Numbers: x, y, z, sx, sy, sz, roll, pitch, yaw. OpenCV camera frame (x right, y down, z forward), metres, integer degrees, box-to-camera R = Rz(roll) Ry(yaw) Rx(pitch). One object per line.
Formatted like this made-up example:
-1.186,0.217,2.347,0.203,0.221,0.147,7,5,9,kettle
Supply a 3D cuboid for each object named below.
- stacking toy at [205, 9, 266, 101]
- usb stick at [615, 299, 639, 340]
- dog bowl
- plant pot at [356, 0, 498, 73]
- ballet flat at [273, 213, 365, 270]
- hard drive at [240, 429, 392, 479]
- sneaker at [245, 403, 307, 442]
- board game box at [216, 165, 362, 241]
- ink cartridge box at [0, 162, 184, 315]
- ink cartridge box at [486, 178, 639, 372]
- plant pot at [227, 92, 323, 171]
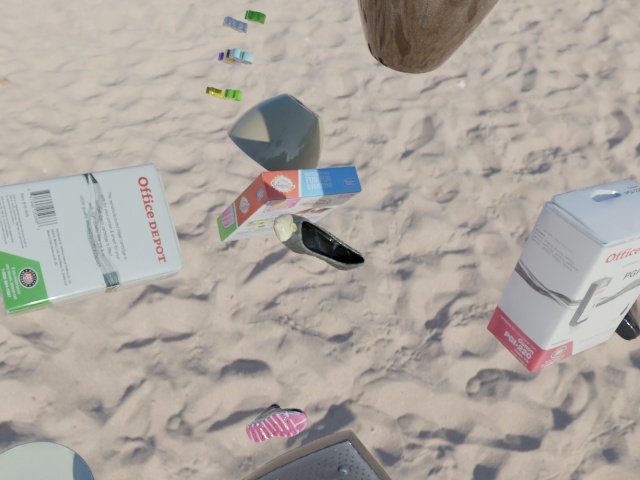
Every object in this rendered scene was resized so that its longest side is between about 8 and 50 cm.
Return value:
-0.168,-0.367,1.072,0.052,0.167,0.221,11,11,-28,stacking toy
0.598,0.093,1.060,0.077,0.045,0.278,48,38,-7,usb stick
-0.638,0.585,1.171,0.265,0.104,0.265,10,63,-20,dog bowl
0.118,-0.303,0.567,0.215,0.230,0.215,3,59,-5,plant pot
0.000,0.000,0.786,0.049,0.173,0.057,-10,64,43,ballet flat
-0.016,0.372,0.748,0.255,0.172,0.054,-34,12,19,hard drive
-0.090,0.394,1.176,0.063,0.170,0.075,56,34,-8,sneaker
-0.085,-0.083,1.276,0.242,0.316,0.064,-8,78,-31,board game box
-0.301,-0.003,0.684,0.208,0.087,0.153,-13,84,-25,ink cartridge box
0.325,0.045,0.662,0.159,0.218,0.092,-13,42,-25,ink cartridge box
-0.099,-0.311,1.540,0.284,0.191,0.284,36,14,-10,plant pot
